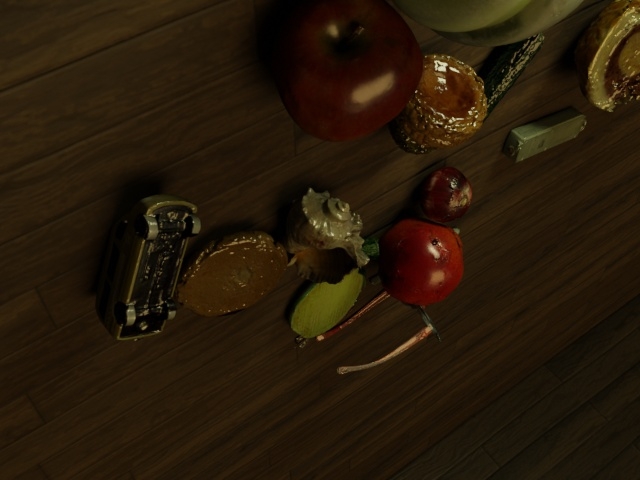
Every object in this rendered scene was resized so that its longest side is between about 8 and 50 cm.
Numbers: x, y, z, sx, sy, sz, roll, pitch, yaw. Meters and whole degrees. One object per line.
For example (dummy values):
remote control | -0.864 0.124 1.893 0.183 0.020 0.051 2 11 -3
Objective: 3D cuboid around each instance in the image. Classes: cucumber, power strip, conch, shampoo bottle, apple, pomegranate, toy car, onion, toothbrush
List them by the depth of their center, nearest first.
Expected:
shampoo bottle | 0.250 -0.441 1.060 0.317 0.322 0.323 -26 146 -41
apple | 0.036 -0.260 1.153 0.229 0.230 0.230 -29 146 -22
toy car | -0.286 0.031 1.221 0.101 0.124 0.257 -6 124 -45
conch | 0.000 0.000 1.467 0.162 0.178 0.245 -24 168 -45
cucumber | 0.366 -0.337 1.560 0.074 0.074 0.241 0 132 -49
cucumber | 0.056 0.026 1.663 0.187 0.058 0.058 -10 136 -43
onion | 0.279 -0.102 1.702 0.131 0.131 0.131 -29 146 -22
pomegranate | 0.230 0.047 1.756 0.210 0.210 0.235 -46 177 5
power strip | 0.559 -0.265 1.882 0.272 0.052 0.078 -24 144 -30
toothbrush | 0.240 0.038 1.913 0.294 0.026 0.028 -27 146 -24

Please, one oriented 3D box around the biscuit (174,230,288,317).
biscuit | -0.169 0.063 1.437 0.225 0.042 0.226 -19 140 -16

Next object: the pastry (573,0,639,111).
pastry | 0.669 -0.435 1.706 0.236 0.170 0.256 8 130 -28

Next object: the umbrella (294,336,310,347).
umbrella | -0.033 0.235 1.849 0.083 0.020 0.031 -35 109 -13

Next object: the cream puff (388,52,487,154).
cream puff | 0.204 -0.239 1.432 0.183 0.183 0.169 -25 166 -27

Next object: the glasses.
glasses | 0.141 0.228 1.858 0.268 0.234 0.118 -36 120 -3

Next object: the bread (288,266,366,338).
bread | 0.015 0.138 1.771 0.228 0.033 0.229 -31 148 -22
